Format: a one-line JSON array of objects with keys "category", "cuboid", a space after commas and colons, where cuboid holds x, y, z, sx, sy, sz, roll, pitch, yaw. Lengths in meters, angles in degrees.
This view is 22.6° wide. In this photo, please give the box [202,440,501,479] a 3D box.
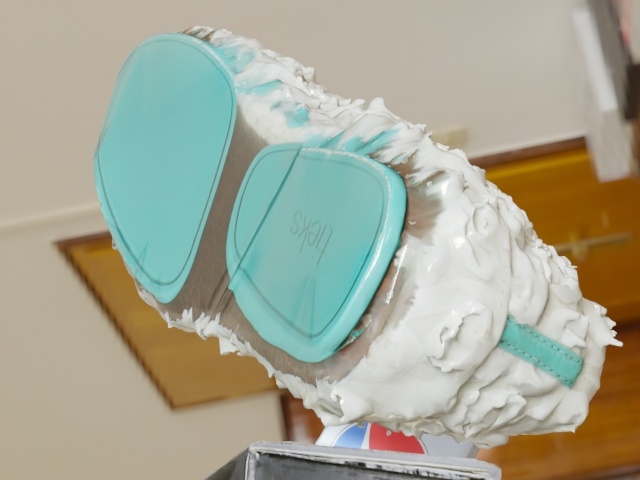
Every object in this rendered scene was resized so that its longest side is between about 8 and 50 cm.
[{"category": "box", "cuboid": [-0.043, 0.240, 0.413, 0.257, 0.079, 0.322, -37, 48, 52]}]

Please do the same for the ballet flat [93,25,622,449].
[{"category": "ballet flat", "cuboid": [0.000, 0.000, 0.735, 0.409, 0.147, 0.147, -140, 35, -64]}]

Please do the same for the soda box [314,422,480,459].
[{"category": "soda box", "cuboid": [0.014, 0.155, 0.837, 0.216, 0.074, 0.069, -59, -11, -10]}]
